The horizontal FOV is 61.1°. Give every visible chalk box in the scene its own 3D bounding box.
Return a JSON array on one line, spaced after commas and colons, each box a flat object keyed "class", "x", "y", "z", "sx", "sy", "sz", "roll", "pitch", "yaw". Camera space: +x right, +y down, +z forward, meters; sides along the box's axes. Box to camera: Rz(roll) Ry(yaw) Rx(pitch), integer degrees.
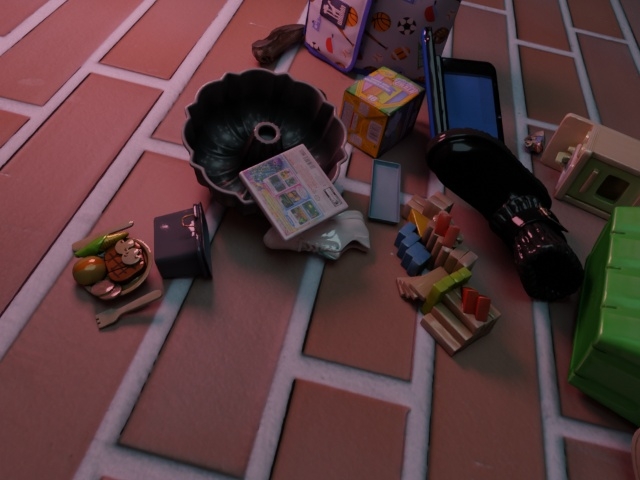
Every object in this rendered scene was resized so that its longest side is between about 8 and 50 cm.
[{"class": "chalk box", "x": 0.156, "y": -0.320, "z": 1.309, "sx": 0.132, "sy": 0.132, "sz": 0.213, "roll": 35, "pitch": 50, "yaw": 19}]

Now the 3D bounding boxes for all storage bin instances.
[{"class": "storage bin", "x": -0.250, "y": 0.002, "z": 0.974, "sx": 0.091, "sy": 0.098, "sz": 0.135, "roll": -11, "pitch": 51, "yaw": -7}]

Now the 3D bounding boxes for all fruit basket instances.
[{"class": "fruit basket", "x": 0.635, "y": 0.152, "z": 0.908, "sx": 0.391, "sy": 0.283, "sz": 0.392, "roll": -2, "pitch": 51, "yaw": 2}]

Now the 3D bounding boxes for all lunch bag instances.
[{"class": "lunch bag", "x": 0.159, "y": -0.619, "z": 1.446, "sx": 0.385, "sy": 0.328, "sz": 0.239, "roll": 14, "pitch": 49, "yaw": -1}]

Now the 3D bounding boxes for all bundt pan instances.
[{"class": "bundt pan", "x": -0.115, "y": -0.183, "z": 1.107, "sx": 0.330, "sy": 0.124, "sz": 0.331, "roll": 6, "pitch": 63, "yaw": -11}]

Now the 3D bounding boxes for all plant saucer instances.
[{"class": "plant saucer", "x": 0.141, "y": -0.108, "z": 1.194, "sx": 0.067, "sy": 0.018, "sz": 0.192, "roll": 11, "pitch": 49, "yaw": -2}]

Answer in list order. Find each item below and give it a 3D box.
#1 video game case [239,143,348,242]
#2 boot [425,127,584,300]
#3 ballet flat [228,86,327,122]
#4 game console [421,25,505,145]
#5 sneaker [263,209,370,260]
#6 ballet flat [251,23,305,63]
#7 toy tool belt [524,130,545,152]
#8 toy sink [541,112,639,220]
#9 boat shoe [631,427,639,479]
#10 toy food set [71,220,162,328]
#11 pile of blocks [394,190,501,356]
[{"class": "video game case", "x": -0.049, "y": -0.090, "z": 0.998, "sx": 0.143, "sy": 0.019, "sz": 0.157, "roll": -29, "pitch": 75, "yaw": -23}, {"class": "boot", "x": 0.358, "y": -0.053, "z": 1.051, "sx": 0.347, "sy": 0.131, "sz": 0.260, "roll": 25, "pitch": 43, "yaw": -22}, {"class": "ballet flat", "x": -0.138, "y": -0.315, "z": 1.269, "sx": 0.315, "sy": 0.108, "sz": 0.106, "roll": -17, "pitch": 41, "yaw": -25}, {"class": "game console", "x": 0.334, "y": -0.313, "z": 1.238, "sx": 0.173, "sy": 0.250, "sz": 0.293, "roll": -6, "pitch": 80, "yaw": 13}, {"class": "sneaker", "x": 0.000, "y": 0.000, "z": 1.037, "sx": 0.212, "sy": 0.080, "sz": 0.094, "roll": -9, "pitch": 63, "yaw": -20}, {"class": "ballet flat", "x": -0.112, "y": -0.554, "z": 1.521, "sx": 0.084, "sy": 0.058, "sz": 0.250, "roll": 8, "pitch": 38, "yaw": 25}, {"class": "toy tool belt", "x": 0.542, "y": -0.245, "z": 1.382, "sx": 0.051, "sy": 0.052, "sz": 0.083, "roll": -1, "pitch": 37, "yaw": 31}, {"class": "toy sink", "x": 0.634, "y": -0.162, "z": 1.251, "sx": 0.234, "sy": 0.153, "sz": 0.131, "roll": 29, "pitch": 50, "yaw": 13}, {"class": "boat shoe", "x": 0.569, "y": 0.415, "z": 0.744, "sx": 0.113, "sy": 0.127, "sz": 0.340, "roll": -8, "pitch": 53, "yaw": -19}, {"class": "toy food set", "x": -0.355, "y": 0.042, "z": 0.929, "sx": 0.132, "sy": 0.039, "sz": 0.192, "roll": -26, "pitch": 58, "yaw": -13}, {"class": "pile of blocks", "x": 0.220, "y": 0.029, "z": 1.024, "sx": 0.148, "sy": 0.113, "sz": 0.362, "roll": -3, "pitch": 49, "yaw": -14}]
